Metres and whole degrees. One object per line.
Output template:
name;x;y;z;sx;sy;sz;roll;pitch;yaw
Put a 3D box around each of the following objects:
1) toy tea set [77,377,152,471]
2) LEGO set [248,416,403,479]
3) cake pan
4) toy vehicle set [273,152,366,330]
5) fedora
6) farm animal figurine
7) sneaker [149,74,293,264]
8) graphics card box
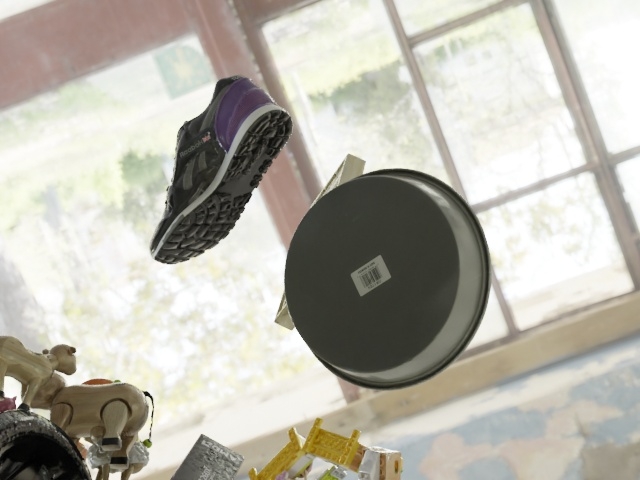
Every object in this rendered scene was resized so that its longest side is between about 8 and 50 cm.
toy tea set;-0.507;0.373;1.914;0.336;0.200;0.124;-12;-142;1
LEGO set;0.015;0.309;1.267;0.287;0.107;0.132;-33;-143;31
cake pan;0.073;0.045;1.262;0.293;0.293;0.054;-18;163;27
toy vehicle set;0.000;0.000;1.618;0.166;0.035;0.266;-53;-165;47
fedora;-0.476;0.411;1.441;0.153;0.334;0.334;-18;-173;19
farm animal figurine;-0.437;0.274;1.655;0.327;0.172;0.330;11;141;-8
sneaker;-0.158;-0.098;1.358;0.283;0.124;0.107;-52;150;16
graphics card box;-0.240;0.473;1.475;0.232;0.094;0.371;-63;177;18
